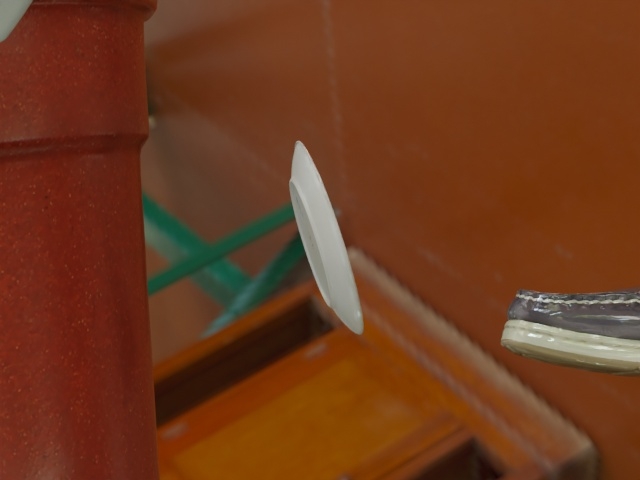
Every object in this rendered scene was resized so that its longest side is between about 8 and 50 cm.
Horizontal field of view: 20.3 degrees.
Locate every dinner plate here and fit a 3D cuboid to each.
[{"bbox_3d":[0.000,0.000,1.235,0.141,0.017,0.141,163,90,-83],"label":"dinner plate"}]

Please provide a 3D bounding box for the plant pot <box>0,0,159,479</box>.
[{"bbox_3d":[-0.186,0.038,0.798,0.272,0.272,0.265,-7,93,64],"label":"plant pot"}]

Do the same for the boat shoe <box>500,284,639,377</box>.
[{"bbox_3d":[0.245,0.034,1.002,0.103,0.285,0.092,37,-125,-85],"label":"boat shoe"}]

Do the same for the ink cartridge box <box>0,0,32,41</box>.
[{"bbox_3d":[-0.060,-0.174,0.447,0.093,0.154,0.212,29,146,-17],"label":"ink cartridge box"}]
